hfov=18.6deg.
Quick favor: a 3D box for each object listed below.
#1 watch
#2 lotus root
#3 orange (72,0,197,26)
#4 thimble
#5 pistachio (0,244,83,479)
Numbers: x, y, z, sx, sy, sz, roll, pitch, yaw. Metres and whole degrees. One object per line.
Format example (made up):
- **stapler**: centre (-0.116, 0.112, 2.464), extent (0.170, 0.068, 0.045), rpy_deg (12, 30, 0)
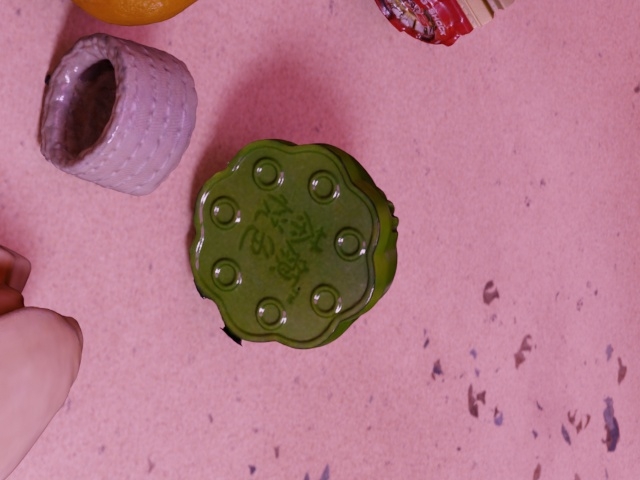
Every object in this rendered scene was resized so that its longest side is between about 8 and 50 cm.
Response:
- **watch**: centre (0.162, -0.293, 1.793), extent (0.268, 0.165, 0.102), rpy_deg (-41, 125, -10)
- **lotus root**: centre (0.000, 0.000, 1.692), extent (0.186, 0.186, 0.186), rpy_deg (-6, 99, -46)
- **orange**: centre (-0.144, -0.236, 1.510), extent (0.155, 0.154, 0.134), rpy_deg (-49, 159, -31)
- **thimble**: centre (-0.157, -0.099, 1.542), extent (0.090, 0.102, 0.115), rpy_deg (15, 113, -46)
- **pistachio**: centre (-0.295, 0.110, 1.369), extent (0.193, 0.214, 0.318), rpy_deg (48, 39, 12)
